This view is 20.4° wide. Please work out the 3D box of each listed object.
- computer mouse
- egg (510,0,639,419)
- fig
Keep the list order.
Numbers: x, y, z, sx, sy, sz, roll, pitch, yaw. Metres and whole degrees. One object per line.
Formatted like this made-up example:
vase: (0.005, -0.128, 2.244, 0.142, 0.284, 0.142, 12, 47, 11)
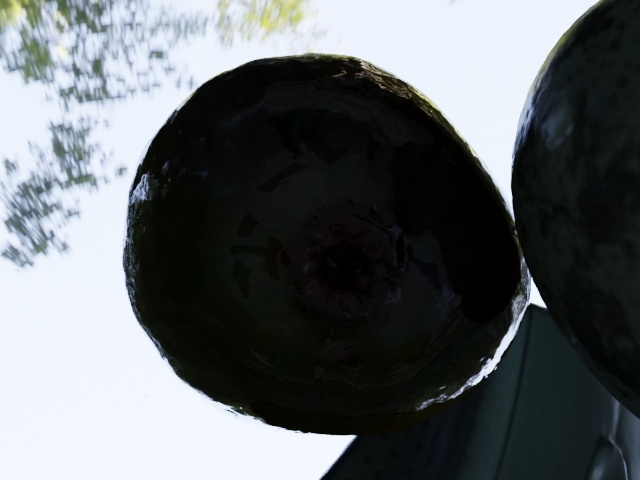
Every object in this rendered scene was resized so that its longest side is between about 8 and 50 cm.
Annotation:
computer mouse: (0.045, 0.189, 0.775, 0.371, 0.122, 0.188, -53, -46, -14)
egg: (0.132, -0.005, 0.587, 0.132, 0.132, 0.172, -18, -76, -7)
fig: (0.000, 0.000, 0.700, 0.149, 0.245, 0.149, 0, -88, -3)
